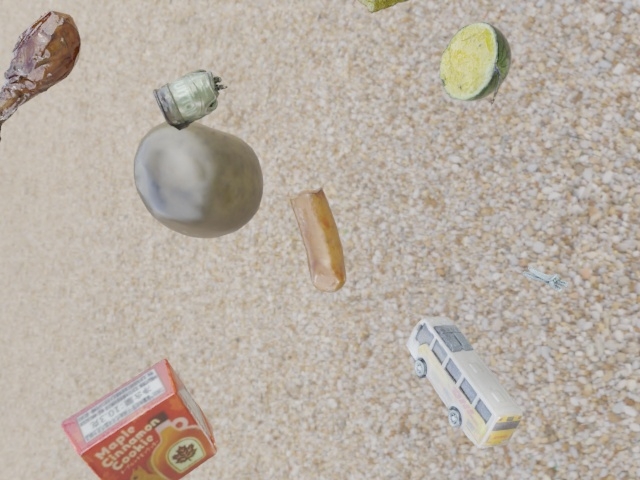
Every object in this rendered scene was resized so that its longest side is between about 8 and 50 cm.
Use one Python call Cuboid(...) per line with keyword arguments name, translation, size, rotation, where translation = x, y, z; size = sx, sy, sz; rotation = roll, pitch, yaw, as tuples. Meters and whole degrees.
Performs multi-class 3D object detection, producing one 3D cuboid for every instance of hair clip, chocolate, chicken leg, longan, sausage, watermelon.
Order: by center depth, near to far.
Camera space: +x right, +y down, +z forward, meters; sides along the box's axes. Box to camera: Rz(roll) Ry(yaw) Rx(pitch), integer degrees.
Cuboid(name="chicken leg", translation=(-0.508, -0.255, 1.063), size=(0.304, 0.093, 0.113), rotation=(-51, 15, 6))
Cuboid(name="chocolate", translation=(-0.352, 0.399, 1.259), size=(0.108, 0.237, 0.235), rotation=(40, 156, 55))
Cuboid(name="hair clip", translation=(0.498, 0.078, 1.400), size=(0.039, 0.030, 0.115), rotation=(60, 166, -22))
Cuboid(name="sausage", translation=(-0.002, 0.001, 1.604), size=(0.109, 0.109, 0.270), rotation=(-11, 95, 50))
Cuboid(name="watermelon", translation=(0.429, -0.468, 1.667), size=(0.232, 0.127, 0.204), rotation=(29, 110, 53))
Cuboid(name="longan", translation=(-0.365, -0.186, 1.890), size=(0.336, 0.404, 0.404), rotation=(-55, 44, 44))

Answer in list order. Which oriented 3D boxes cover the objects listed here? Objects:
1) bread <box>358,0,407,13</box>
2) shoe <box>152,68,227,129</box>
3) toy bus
Cuboid(name="bread", translation=(0.172, -0.697, 1.604), size=(0.184, 0.234, 0.110), rotation=(53, 154, 23))
Cuboid(name="shoe", translation=(-0.278, -0.324, 1.418), size=(0.293, 0.149, 0.109), rotation=(-106, -4, -77))
Cuboid(name="toy bus", translation=(0.321, 0.320, 1.455), size=(0.342, 0.097, 0.138), rotation=(-122, 39, -48))
